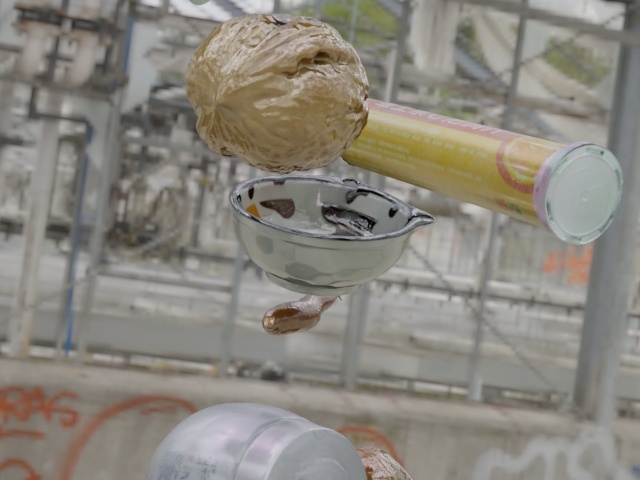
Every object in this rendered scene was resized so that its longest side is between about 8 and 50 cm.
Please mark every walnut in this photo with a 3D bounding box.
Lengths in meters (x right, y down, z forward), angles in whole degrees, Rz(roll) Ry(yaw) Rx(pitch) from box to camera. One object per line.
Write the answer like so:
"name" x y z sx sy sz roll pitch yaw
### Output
"walnut" -0.041 -0.133 1.201 0.155 0.155 0.184 7 9 29

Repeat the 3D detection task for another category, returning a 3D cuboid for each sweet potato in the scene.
"sweet potato" -0.025 0.110 2.011 0.056 0.056 0.195 7 16 33

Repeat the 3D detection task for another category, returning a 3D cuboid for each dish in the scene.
"dish" 0.000 0.000 1.908 0.303 0.120 0.303 8 19 -3

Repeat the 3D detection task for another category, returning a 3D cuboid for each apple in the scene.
"apple" 0.068 0.434 2.140 0.174 0.188 0.188 -30 14 -22

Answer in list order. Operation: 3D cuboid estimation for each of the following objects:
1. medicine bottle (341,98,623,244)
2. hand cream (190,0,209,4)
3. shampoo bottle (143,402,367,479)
"medicine bottle" 0.161 -0.093 1.533 0.108 0.108 0.426 9 7 -34
"hand cream" -0.208 -0.398 1.899 0.076 0.047 0.174 23 -7 28
"shampoo bottle" -0.092 0.368 1.865 0.266 0.273 0.273 0 -7 40
